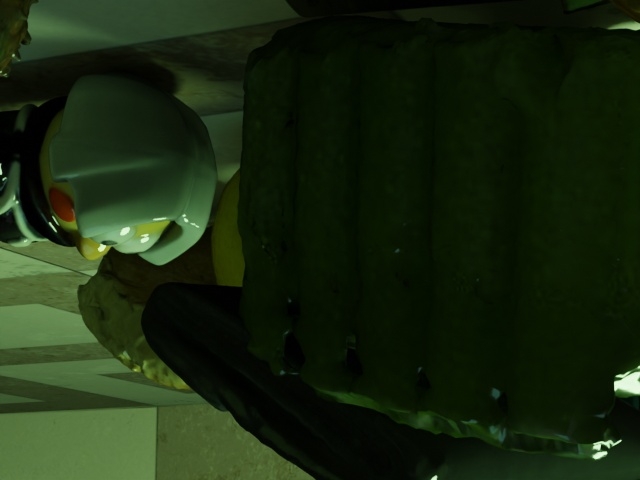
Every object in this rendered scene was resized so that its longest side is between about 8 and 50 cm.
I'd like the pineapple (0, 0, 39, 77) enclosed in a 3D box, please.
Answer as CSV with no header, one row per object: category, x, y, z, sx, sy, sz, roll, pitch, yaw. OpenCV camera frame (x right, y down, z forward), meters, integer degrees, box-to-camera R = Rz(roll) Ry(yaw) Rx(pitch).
pineapple,-0.225,-0.117,0.900,0.125,0.125,0.251,3,173,-14

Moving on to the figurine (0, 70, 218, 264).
figurine,-0.196,-0.052,1.129,0.236,0.133,0.176,-1,171,21

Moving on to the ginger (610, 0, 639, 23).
ginger,0.155,-0.161,0.421,0.200,0.223,0.269,15,163,-39

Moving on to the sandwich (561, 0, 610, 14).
sandwich,0.185,-0.146,0.813,0.074,0.074,0.116,-11,164,43

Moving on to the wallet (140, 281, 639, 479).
wallet,0.078,0.104,1.076,0.228,0.062,0.406,31,-168,32

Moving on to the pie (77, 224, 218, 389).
pie,-0.058,0.060,1.452,0.339,0.083,0.339,9,-160,-3

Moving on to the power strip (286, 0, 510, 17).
power strip,0.046,-0.153,0.890,0.169,0.028,0.076,-2,169,11

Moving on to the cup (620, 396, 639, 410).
cup,0.244,0.105,1.467,0.308,0.292,0.242,-8,165,38

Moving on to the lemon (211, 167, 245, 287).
lemon,0.000,0.000,1.257,0.178,0.178,0.203,3,171,-12

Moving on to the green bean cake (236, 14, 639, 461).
green bean cake,0.150,-0.016,0.879,0.319,0.218,0.335,-3,-170,-39
